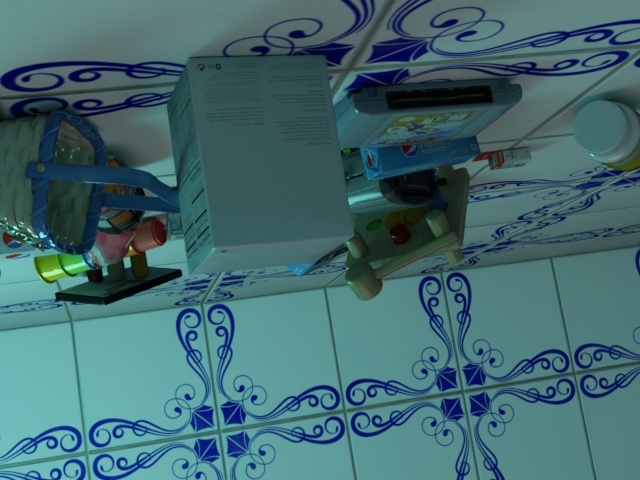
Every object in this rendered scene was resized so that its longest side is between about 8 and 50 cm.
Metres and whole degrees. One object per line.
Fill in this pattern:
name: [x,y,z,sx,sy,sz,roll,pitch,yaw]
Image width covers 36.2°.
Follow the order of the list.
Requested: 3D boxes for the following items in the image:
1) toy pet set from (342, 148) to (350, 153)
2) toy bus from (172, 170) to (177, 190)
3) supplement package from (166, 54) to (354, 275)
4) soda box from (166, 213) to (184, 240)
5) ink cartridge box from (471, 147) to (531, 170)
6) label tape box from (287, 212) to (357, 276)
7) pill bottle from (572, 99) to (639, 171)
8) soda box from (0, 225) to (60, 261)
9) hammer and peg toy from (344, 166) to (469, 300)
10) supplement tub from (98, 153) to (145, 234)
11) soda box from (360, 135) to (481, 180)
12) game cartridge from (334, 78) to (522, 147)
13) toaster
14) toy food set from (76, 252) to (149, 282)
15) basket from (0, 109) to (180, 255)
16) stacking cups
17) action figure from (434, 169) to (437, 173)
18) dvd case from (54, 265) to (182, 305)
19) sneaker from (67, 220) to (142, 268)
toy pet set: [-0.001,-0.141,1.787,0.114,0.065,0.122,12,146,-33]
toy bus: [-0.209,-0.073,1.933,0.202,0.104,0.191,-4,169,-28]
supplement package: [-0.093,-0.103,1.394,0.199,0.263,0.198,-5,169,-19]
soda box: [-0.252,-0.043,2.204,0.183,0.058,0.063,-7,169,-16]
ink cartridge box: [0.393,-0.174,2.131,0.115,0.029,0.063,-8,171,-8]
label tape box: [0.000,0.000,2.292,0.333,0.106,0.240,-24,174,-16]
pill bottle: [0.561,-0.201,1.871,0.119,0.119,0.208,-15,168,30]
soda box: [-0.605,-0.004,2.065,0.216,0.069,0.074,-8,170,-9]
hammer and peg toy: [0.182,-0.009,2.013,0.265,0.361,0.127,-15,124,23]
supplement tub: [-0.371,-0.082,1.695,0.116,0.117,0.190,-9,170,-3]
soda box: [0.183,-0.167,1.796,0.210,0.071,0.067,-12,173,-24]
game cartridge: [0.165,-0.210,1.651,0.297,0.062,0.198,-6,166,-16]
toaster: [0.128,-0.120,1.921,0.146,0.129,0.227,-12,173,39]
toy food set: [-0.527,0.036,2.391,0.232,0.105,0.111,6,-162,45]
basket: [-0.357,-0.079,1.454,0.288,0.201,0.255,1,171,10]
stacking cups: [-0.500,0.024,2.257,0.316,0.096,0.096,-13,170,17]
action figure: [0.237,-0.144,2.173,0.038,0.030,0.115,-10,174,-25]
dvd case: [-0.481,0.105,2.353,0.180,0.022,0.253,2,-165,37]
sneaker: [-0.425,-0.017,2.027,0.136,0.116,0.314,-11,170,3]
